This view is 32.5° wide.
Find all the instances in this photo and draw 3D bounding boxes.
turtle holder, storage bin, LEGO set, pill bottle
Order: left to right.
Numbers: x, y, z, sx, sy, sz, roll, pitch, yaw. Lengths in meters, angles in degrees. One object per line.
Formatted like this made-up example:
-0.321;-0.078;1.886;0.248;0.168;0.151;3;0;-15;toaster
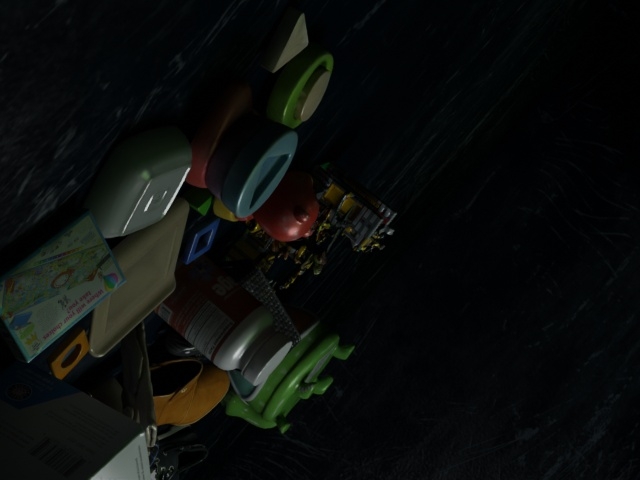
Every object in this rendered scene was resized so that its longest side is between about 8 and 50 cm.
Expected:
-0.154;0.124;1.721;0.121;0.216;0.121;-48;169;-12;pill bottle
-0.132;0.130;1.874;0.122;0.180;0.084;-8;-152;49;storage bin
-0.095;0.275;2.439;0.243;0.227;0.320;-46;169;-26;turtle holder
0.000;0.000;1.995;0.255;0.192;0.331;-53;169;12;LEGO set

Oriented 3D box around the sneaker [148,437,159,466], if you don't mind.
-0.417;0.473;2.237;0.221;0.083;0.087;-44;-178;-6;sneaker

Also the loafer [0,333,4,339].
-0.350;0.099;1.283;0.056;0.050;0.148;-46;167;-15;loafer

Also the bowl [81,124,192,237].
-0.212;-0.063;1.301;0.142;0.053;0.142;-57;166;27;bowl

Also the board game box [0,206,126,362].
-0.298;0.048;1.225;0.154;0.026;0.103;-43;125;-34;board game box

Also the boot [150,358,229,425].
-0.249;0.267;2.012;0.295;0.104;0.211;-22;163;-39;boot

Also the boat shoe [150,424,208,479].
-0.358;0.514;2.471;0.127;0.113;0.340;-53;169;17;boat shoe

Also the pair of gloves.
-0.292;0.238;1.706;0.042;0.204;0.240;-3;154;-16;pair of gloves

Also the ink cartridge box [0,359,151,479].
-0.388;0.311;1.312;0.307;0.223;0.129;-41;143;-41;ink cartridge box

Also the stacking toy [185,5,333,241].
-0.037;-0.135;1.463;0.279;0.130;0.309;-57;168;-2;stacking toy

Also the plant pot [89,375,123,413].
-0.362;0.312;1.830;0.109;0.096;0.109;-36;161;-53;plant pot

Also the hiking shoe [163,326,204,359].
-0.222;0.181;1.985;0.114;0.086;0.227;-59;168;22;hiking shoe

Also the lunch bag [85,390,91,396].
-0.433;0.368;1.664;0.293;0.120;0.258;-53;170;9;lunch bag

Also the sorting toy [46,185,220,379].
-0.259;0.045;1.493;0.347;0.047;0.196;-45;162;-37;sorting toy
